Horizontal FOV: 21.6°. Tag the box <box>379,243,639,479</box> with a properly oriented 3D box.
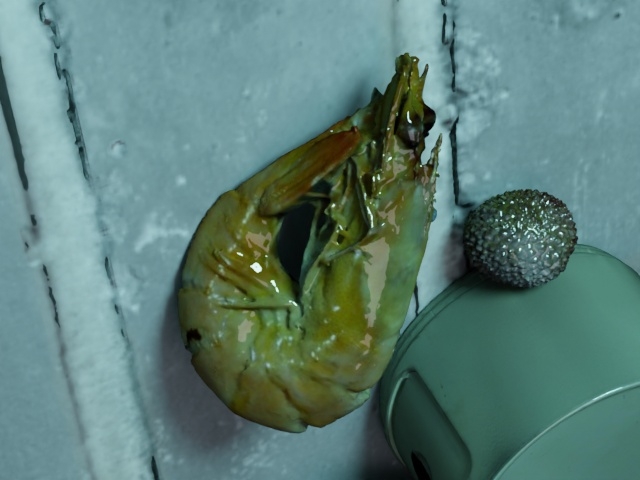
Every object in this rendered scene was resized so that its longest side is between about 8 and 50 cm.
[{"bbox_3d":[0.171,0.133,1.203,0.226,0.149,0.226,-15,133,-17],"label":"box"}]

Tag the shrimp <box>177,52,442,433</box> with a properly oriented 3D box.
[{"bbox_3d":[0.000,0.000,1.040,0.145,0.061,0.267,27,117,3],"label":"shrimp"}]

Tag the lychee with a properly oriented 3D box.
[{"bbox_3d":[0.136,-0.002,1.132,0.083,0.068,0.067,10,80,-31],"label":"lychee"}]

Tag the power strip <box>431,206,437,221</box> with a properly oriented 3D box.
[{"bbox_3d":[0.025,0.015,1.105,0.056,0.032,0.123,9,122,-35],"label":"power strip"}]
